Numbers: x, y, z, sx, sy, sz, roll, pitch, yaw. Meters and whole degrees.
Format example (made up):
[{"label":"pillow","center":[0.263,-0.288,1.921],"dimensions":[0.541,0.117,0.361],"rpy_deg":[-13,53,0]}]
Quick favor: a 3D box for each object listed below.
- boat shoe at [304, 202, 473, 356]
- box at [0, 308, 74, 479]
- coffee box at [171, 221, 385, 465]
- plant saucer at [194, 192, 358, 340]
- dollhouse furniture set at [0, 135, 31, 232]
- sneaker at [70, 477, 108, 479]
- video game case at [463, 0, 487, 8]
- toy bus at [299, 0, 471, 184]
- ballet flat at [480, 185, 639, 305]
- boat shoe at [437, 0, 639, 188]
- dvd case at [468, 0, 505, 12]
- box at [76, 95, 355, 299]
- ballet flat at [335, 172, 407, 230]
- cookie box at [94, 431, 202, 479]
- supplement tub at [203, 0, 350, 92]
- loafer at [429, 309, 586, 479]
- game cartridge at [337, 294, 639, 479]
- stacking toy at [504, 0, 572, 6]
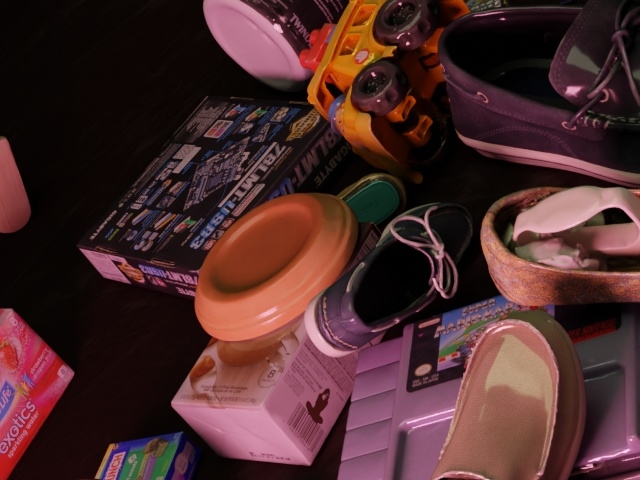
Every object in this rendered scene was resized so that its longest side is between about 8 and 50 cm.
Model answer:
[{"label":"boat shoe","center":[0.085,0.027,1.436],"dimensions":[0.254,0.095,0.079],"rpy_deg":[-31,2,-42]},{"label":"box","center":[-0.429,0.217,1.718],"dimensions":[0.122,0.128,0.257],"rpy_deg":[-4,45,41]},{"label":"coffee box","center":[-0.026,0.103,1.494],"dimensions":[0.141,0.098,0.247],"rpy_deg":[-3,45,43]},{"label":"plant saucer","center":[-0.054,0.018,1.501],"dimensions":[0.200,0.037,0.200],"rpy_deg":[-28,32,19]},{"label":"dollhouse furniture set","center":[-0.671,-0.024,2.252],"dimensions":[0.394,0.257,0.362],"rpy_deg":[-24,28,-20]},{"label":"sneaker","center":[-0.254,0.310,1.390],"dimensions":[0.281,0.162,0.106],"rpy_deg":[-31,32,10]},{"label":"video game case","center":[0.184,-0.306,1.903],"dimensions":[0.087,0.011,0.122],"rpy_deg":[-44,32,-13]},{"label":"toy bus","center":[0.059,-0.190,1.702],"dimensions":[0.211,0.149,0.220],"rpy_deg":[7,64,37]},{"label":"ballet flat","center":[0.295,-0.006,1.216],"dimensions":[0.348,0.123,0.123],"rpy_deg":[-4,44,30]},{"label":"boat shoe","center":[0.311,-0.165,1.462],"dimensions":[0.500,0.156,0.187],"rpy_deg":[10,53,49]},{"label":"dvd case","center":[0.191,-0.230,1.746],"dimensions":[0.087,0.013,0.120],"rpy_deg":[-19,62,28]},{"label":"box","center":[-0.131,-0.060,1.837],"dimensions":[0.293,0.073,0.295],"rpy_deg":[10,55,49]},{"label":"ballet flat","center":[0.000,0.000,1.649],"dimensions":[0.232,0.080,0.073],"rpy_deg":[-29,4,8]},{"label":"cookie box","center":[-0.188,0.254,1.515],"dimensions":[0.107,0.040,0.092],"rpy_deg":[-15,39,33]},{"label":"supplement tub","center":[0.002,-0.375,1.998],"dimensions":[0.316,0.194,0.193],"rpy_deg":[-49,33,-20]},{"label":"loafer","center":[0.142,0.182,1.149],"dimensions":[0.101,0.092,0.269],"rpy_deg":[3,75,33]},{"label":"game cartridge","center":[0.180,0.136,1.292],"dimensions":[0.355,0.068,0.230],"rpy_deg":[-20,40,26]},{"label":"stacking toy","center":[0.304,-0.351,1.804],"dimensions":[0.167,0.052,0.221],"rpy_deg":[-18,36,28]}]
